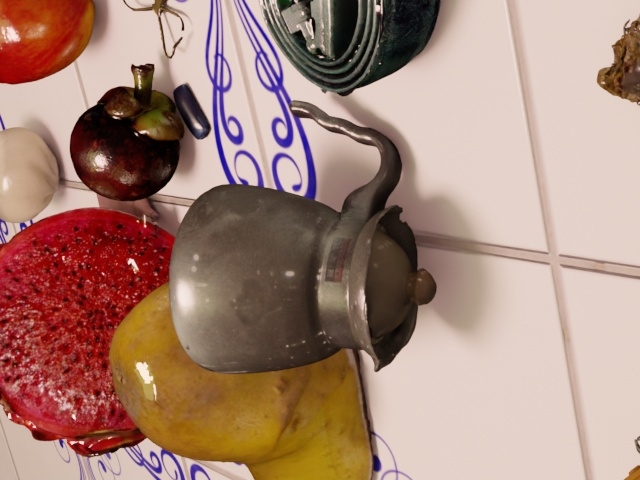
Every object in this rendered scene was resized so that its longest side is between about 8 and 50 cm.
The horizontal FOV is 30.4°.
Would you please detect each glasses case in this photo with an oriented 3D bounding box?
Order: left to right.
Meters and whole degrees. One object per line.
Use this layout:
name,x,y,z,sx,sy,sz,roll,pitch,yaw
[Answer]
glasses case,-0.186,-0.183,1.672,0.083,0.023,0.033,61,149,8

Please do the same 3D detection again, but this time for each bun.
bun,-0.530,-0.116,2.117,0.173,0.120,0.172,-179,90,-73

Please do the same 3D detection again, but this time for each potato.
potato,-0.130,0.223,1.604,0.290,0.296,0.397,27,128,47

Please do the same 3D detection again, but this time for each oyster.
oyster,0.285,-0.149,0.995,0.103,0.051,0.148,71,158,7

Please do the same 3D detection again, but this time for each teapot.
teapot,0.005,0.017,1.369,0.285,0.305,0.223,3,146,22

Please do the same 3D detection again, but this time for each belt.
belt,0.028,-0.287,1.218,0.206,0.116,0.267,37,140,33

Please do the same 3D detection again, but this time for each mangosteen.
mangosteen,-0.276,-0.143,1.702,0.184,0.172,0.172,-37,79,46

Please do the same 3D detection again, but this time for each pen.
pen,-0.313,-0.056,1.926,0.197,0.032,0.053,20,125,52

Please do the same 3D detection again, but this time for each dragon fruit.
dragon fruit,-0.352,0.147,1.828,0.386,0.371,0.249,29,156,4

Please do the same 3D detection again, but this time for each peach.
peach,-0.445,-0.327,1.786,0.197,0.197,0.197,33,134,41

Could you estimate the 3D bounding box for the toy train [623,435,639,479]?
toy train,0.350,0.287,1.093,0.227,0.136,0.091,57,147,19

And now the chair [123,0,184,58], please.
chair,-0.249,-0.389,1.522,0.160,0.170,0.325,47,136,24
